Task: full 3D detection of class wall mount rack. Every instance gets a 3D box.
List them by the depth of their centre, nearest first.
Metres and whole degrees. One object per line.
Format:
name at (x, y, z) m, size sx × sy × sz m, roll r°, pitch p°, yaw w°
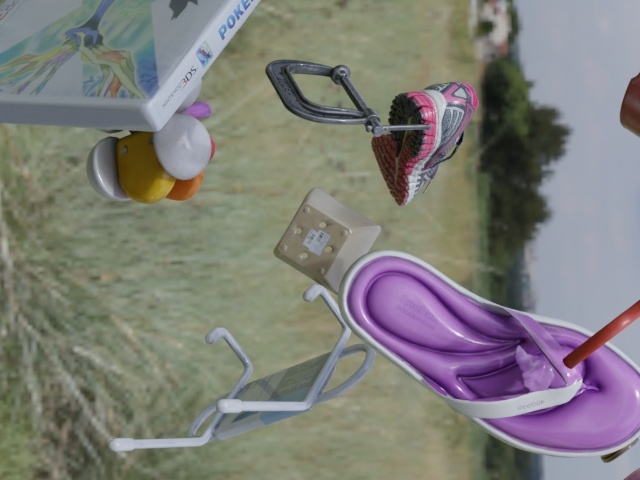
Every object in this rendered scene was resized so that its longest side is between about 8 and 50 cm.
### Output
wall mount rack at (-0.109, 0.202, 1.784) m, size 0.130 × 0.350 × 0.304 m, roll 54°, pitch 37°, yaw -15°

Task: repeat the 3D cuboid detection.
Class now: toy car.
toy car at (-0.179, -0.130, 1.493) m, size 0.136 × 0.159 × 0.182 m, roll 0°, pitch 79°, yaw -52°

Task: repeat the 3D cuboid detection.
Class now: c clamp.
c clamp at (0.018, -0.145, 1.340) m, size 0.160 × 0.137 × 0.022 m, roll -124°, pitch -142°, yaw -49°

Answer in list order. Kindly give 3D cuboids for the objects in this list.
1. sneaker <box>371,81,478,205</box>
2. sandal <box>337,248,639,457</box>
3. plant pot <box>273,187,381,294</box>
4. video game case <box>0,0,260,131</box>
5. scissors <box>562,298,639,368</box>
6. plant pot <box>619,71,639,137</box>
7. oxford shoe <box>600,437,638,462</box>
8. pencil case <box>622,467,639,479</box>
sneaker at (0.161, -0.146, 2.042) m, size 0.120 × 0.112 × 0.299 m, roll 65°, pitch -18°, yaw 13°
sandal at (0.210, 0.148, 1.591) m, size 0.102 × 0.416 × 0.169 m, roll 159°, pitch -45°, yaw -87°
plant pot at (0.000, 0.000, 1.708) m, size 0.109 × 0.109 × 0.096 m, roll -59°, pitch 169°, yaw 5°
video game case at (-0.215, -0.226, 1.333) m, size 0.300 × 0.329 × 0.036 m, roll -58°, pitch 138°, yaw -33°
scissors at (0.381, 0.055, 1.449) m, size 0.109 × 0.297 × 0.021 m, roll -23°, pitch 74°, yaw -46°
plant pot at (0.621, -0.203, 2.010) m, size 0.272 × 0.265 × 0.272 m, roll -44°, pitch 154°, yaw -28°
oxford shoe at (0.517, 0.346, 2.376) m, size 0.076 × 0.076 × 0.212 m, roll 54°, pitch 3°, yaw -1°
pencil case at (0.343, 0.337, 1.413) m, size 0.386 × 0.167 × 0.160 m, roll 1°, pitch 80°, yaw -65°
